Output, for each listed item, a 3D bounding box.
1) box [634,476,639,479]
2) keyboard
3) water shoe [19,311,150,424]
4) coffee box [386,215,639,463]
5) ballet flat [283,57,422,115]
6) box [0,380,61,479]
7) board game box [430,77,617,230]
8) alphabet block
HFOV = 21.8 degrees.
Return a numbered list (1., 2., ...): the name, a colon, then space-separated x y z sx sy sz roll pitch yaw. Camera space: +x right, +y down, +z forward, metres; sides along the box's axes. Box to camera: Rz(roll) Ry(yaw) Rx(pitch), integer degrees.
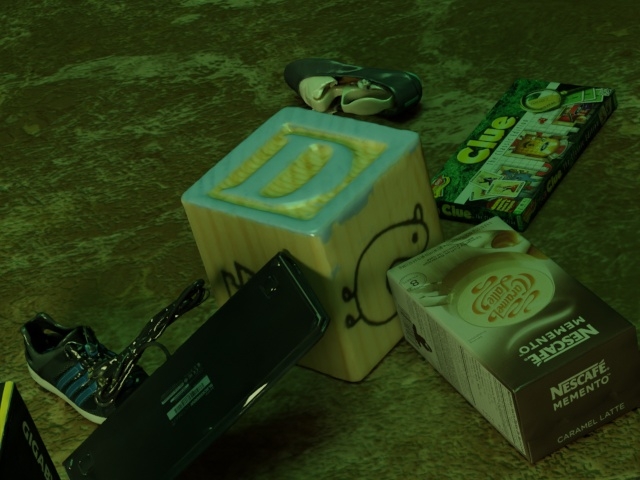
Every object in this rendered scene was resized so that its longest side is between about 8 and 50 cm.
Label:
1. box: 0.352 0.250 1.282 0.203 0.167 0.168 -30 37 -19
2. keyboard: -0.135 0.135 1.637 0.317 0.033 0.201 -43 43 8
3. water shoe: -0.248 0.136 1.759 0.203 0.080 0.073 15 46 37
4. coffee box: 0.190 0.091 1.628 0.141 0.098 0.246 -27 36 -15
5. ballet flat: 0.030 -0.190 2.113 0.203 0.074 0.074 9 42 28
6. box: -0.232 0.314 1.294 0.079 0.322 0.257 -12 34 9
7. board game box: 0.234 -0.106 1.947 0.136 0.030 0.259 8 41 34
8. alphabet block: 0.000 0.000 1.747 0.193 0.197 0.192 17 47 39
